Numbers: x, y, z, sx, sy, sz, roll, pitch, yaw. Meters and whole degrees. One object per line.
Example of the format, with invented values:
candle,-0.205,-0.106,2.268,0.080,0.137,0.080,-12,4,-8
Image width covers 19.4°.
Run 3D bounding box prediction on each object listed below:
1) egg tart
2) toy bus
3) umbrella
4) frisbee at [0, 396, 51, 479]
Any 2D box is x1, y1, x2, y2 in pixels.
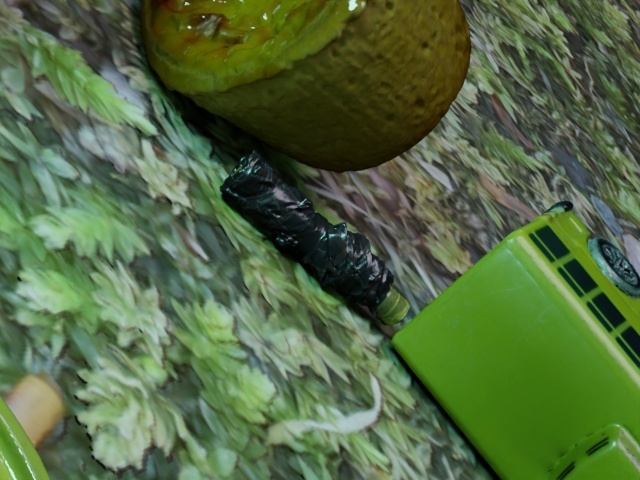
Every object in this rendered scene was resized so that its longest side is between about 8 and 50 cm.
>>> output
egg tart,0.003,-0.144,1.198,0.147,0.202,0.202,40,22,-43
toy bus,0.178,0.117,1.172,0.262,0.128,0.150,51,23,9
umbrella,0.000,0.000,1.148,0.144,0.040,0.037,42,11,-19
frisbee,-0.184,0.089,0.697,0.236,0.017,0.236,40,24,-22
